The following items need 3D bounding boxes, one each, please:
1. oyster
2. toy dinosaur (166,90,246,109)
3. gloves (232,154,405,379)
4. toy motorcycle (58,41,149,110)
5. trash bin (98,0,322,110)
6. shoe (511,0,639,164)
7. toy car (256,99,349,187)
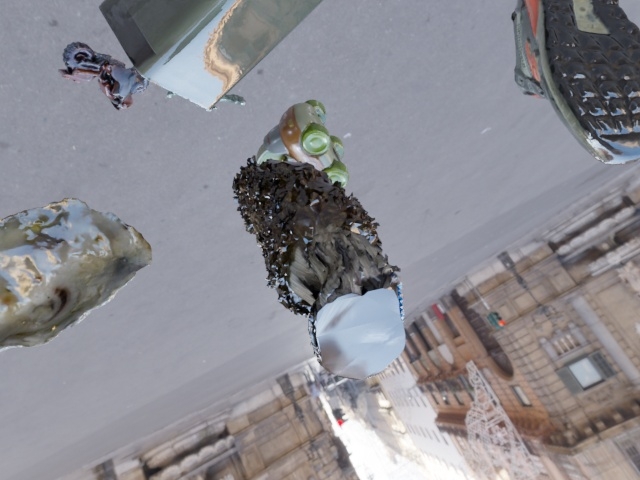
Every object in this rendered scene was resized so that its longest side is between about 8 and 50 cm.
[{"bbox_3d":[-0.468,0.067,0.634,0.396,0.204,0.111,-38,-165,-24],"label":"oyster"},{"bbox_3d":[-0.264,-0.334,0.933,0.167,0.242,0.053,-2,118,-18],"label":"toy dinosaur"},{"bbox_3d":[-0.004,0.006,0.489,0.135,0.312,0.210,-39,140,3],"label":"gloves"},{"bbox_3d":[-0.497,-0.370,0.977,0.118,0.084,0.212,-55,160,16],"label":"toy motorcycle"},{"bbox_3d":[-0.127,-0.309,0.555,0.240,0.122,0.164,-34,170,14],"label":"trash bin"},{"bbox_3d":[0.334,-0.234,0.582,0.132,0.337,0.171,-6,161,2],"label":"shoe"},{"bbox_3d":[-0.059,-0.203,1.025,0.234,0.145,0.235,-3,136,-3],"label":"toy car"}]
